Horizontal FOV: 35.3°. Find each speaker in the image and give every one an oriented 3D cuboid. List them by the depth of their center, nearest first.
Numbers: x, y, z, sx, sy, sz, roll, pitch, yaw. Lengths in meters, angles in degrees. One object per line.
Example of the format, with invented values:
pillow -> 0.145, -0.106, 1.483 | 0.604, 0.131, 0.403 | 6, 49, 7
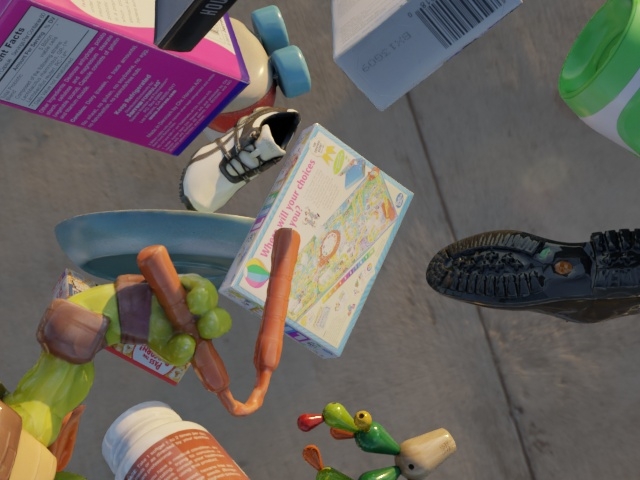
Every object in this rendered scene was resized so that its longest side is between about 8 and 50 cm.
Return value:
speaker -> 0.364, -0.101, 0.891 | 0.297, 0.131, 0.131 | 28, 88, -11

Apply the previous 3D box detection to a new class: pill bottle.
pill bottle -> -0.138, 0.267, 1.048 | 0.121, 0.121, 0.216 | -50, 51, 0

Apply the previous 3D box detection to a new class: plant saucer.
plant saucer -> -0.156, 0.021, 1.197 | 0.318, 0.317, 0.043 | 1, 78, 9

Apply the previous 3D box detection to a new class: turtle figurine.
turtle figurine -> -0.119, 0.059, 0.316 | 0.087, 0.217, 0.269 | 27, 72, 32

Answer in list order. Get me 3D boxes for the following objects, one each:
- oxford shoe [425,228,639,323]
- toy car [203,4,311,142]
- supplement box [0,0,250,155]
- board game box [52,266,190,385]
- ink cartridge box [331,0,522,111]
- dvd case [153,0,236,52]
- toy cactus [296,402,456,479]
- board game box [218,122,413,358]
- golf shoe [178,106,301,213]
oxford shoe -> 0.211, 0.045, 0.940 | 0.227, 0.096, 0.082 | 3, 57, 25
toy car -> -0.131, -0.199, 1.540 | 0.219, 0.238, 0.210 | -20, 49, -6
supplement box -> -0.185, -0.168, 0.831 | 0.114, 0.220, 0.111 | -40, 53, 31
board game box -> -0.281, 0.119, 1.412 | 0.194, 0.147, 0.045 | 31, 94, -19
ink cartridge box -> 0.036, -0.100, 0.384 | 0.063, 0.115, 0.029 | -36, 115, 20
dvd case -> -0.041, -0.226, 0.539 | 0.030, 0.239, 0.179 | 6, 77, -25
toy cactus -> 0.081, 0.274, 1.185 | 0.181, 0.112, 0.219 | -26, 82, -22
board game box -> 0.000, 0.000, 0.783 | 0.103, 0.026, 0.154 | 35, 65, -19
golf shoe -> -0.102, -0.109, 1.289 | 0.077, 0.094, 0.198 | 49, 62, -21
